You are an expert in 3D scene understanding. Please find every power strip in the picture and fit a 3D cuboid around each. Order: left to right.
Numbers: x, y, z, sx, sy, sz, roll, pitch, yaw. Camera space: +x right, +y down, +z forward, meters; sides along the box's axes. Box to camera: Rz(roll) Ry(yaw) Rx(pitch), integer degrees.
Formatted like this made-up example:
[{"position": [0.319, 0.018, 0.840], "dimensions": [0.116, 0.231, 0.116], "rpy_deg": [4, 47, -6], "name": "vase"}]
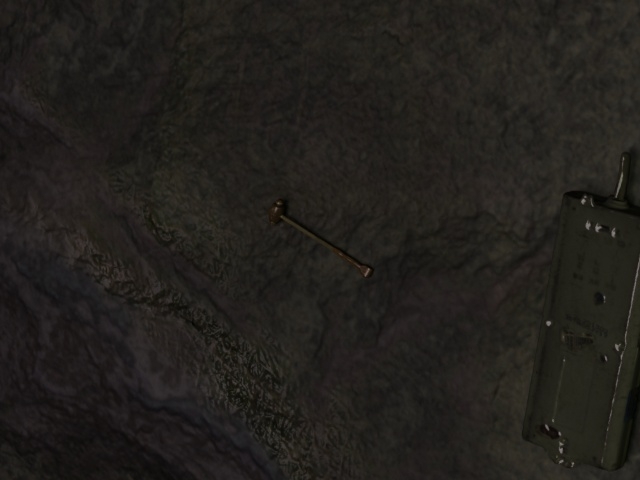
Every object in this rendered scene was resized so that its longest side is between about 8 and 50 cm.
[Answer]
[{"position": [0.227, 0.058, 1.361], "dimensions": [0.092, 0.034, 0.268], "rpy_deg": [18, 107, 34], "name": "power strip"}]

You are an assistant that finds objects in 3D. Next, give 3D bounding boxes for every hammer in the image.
[{"position": [0.000, 0.000, 1.537], "dimensions": [0.123, 0.014, 0.029], "rpy_deg": [33, 124, 25], "name": "hammer"}]
